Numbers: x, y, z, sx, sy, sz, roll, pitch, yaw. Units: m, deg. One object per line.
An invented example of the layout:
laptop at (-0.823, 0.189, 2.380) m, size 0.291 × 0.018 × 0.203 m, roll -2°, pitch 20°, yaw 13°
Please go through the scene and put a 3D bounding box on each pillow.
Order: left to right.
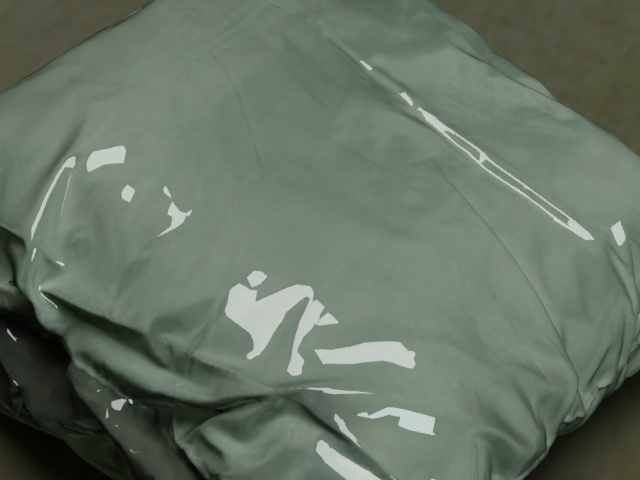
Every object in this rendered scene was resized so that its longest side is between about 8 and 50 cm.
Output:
pillow at (0.000, 0.000, 0.592) m, size 0.283 × 0.138 × 0.310 m, roll 32°, pitch 44°, yaw 21°
